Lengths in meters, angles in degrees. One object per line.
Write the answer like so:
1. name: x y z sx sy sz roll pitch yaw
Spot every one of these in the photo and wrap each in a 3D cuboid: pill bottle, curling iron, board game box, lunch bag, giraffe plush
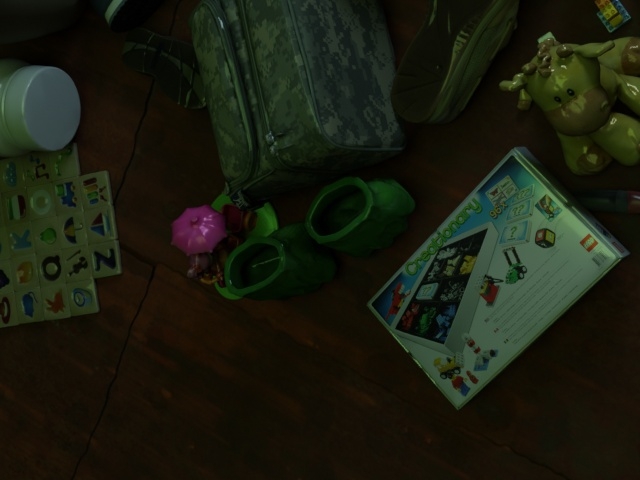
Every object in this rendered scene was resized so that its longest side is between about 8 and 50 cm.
1. pill bottle: -0.544 -0.218 1.620 0.283 0.160 0.160 6 95 25
2. curling iron: 0.389 -0.060 1.241 0.274 0.035 0.068 -4 69 31
3. board game box: 0.223 0.052 1.300 0.193 0.053 0.305 49 117 16
4. lunch bag: -0.050 -0.213 1.362 0.256 0.213 0.305 -18 83 42
5. giraffe plush: 0.313 -0.183 1.194 0.210 0.170 0.181 45 110 18

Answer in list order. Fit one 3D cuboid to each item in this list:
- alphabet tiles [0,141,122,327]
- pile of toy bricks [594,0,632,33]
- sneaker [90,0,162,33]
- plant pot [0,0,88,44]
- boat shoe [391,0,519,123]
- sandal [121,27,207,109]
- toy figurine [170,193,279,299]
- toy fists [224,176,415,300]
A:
1. alphabet tiles: -0.483 -0.005 1.683 0.343 0.011 0.285 -10 88 26
2. pile of toy bricks: 0.325 -0.351 1.218 0.118 0.105 0.212 -36 76 23
3. sneaker: -0.251 -0.468 1.493 0.319 0.112 0.131 -44 77 20
4. plant pot: -0.492 -0.406 1.523 0.257 0.274 0.256 1 93 25
5. boat shoe: 0.198 -0.285 1.279 0.109 0.098 0.302 41 116 34
6. sandal: -0.223 -0.263 1.523 0.219 0.060 0.090 29 99 37
7. toy figurine: -0.157 0.009 1.440 0.130 0.159 0.173 16 100 25
8. toy fists: 0.000 0.000 1.376 0.279 0.142 0.096 -34 64 23
